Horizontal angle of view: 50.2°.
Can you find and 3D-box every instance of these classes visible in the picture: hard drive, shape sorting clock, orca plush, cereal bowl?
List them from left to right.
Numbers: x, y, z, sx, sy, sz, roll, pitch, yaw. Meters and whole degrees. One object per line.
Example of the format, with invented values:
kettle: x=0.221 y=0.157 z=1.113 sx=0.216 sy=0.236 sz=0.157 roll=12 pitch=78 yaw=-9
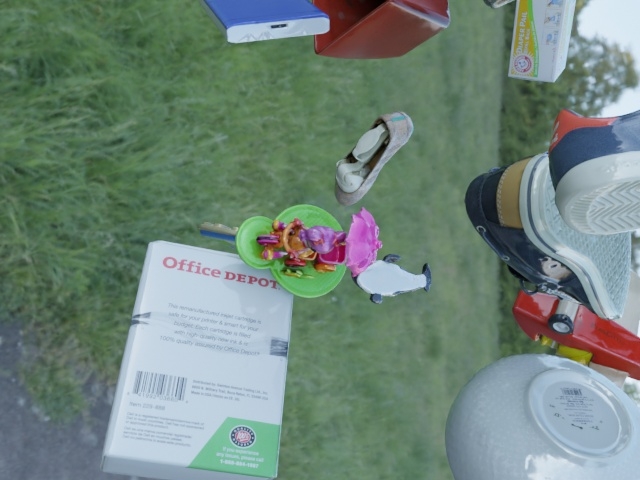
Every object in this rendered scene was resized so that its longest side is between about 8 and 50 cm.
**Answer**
shape sorting clock: x=-0.131 y=0.000 z=1.299 sx=0.206 sy=0.206 sz=0.040 roll=43 pitch=64 yaw=-68
hard drive: x=-0.132 y=-0.499 z=1.473 sx=0.319 sy=0.210 sz=0.040 roll=-122 pitch=-155 yaw=-53
orca plush: x=0.192 y=0.089 z=1.977 sx=0.102 sy=0.287 sz=0.151 roll=35 pitch=-53 yaw=50
cereal bowl: x=0.374 y=0.305 z=1.059 sx=0.339 sy=0.338 sz=0.141 roll=-95 pitch=-168 yaw=-46

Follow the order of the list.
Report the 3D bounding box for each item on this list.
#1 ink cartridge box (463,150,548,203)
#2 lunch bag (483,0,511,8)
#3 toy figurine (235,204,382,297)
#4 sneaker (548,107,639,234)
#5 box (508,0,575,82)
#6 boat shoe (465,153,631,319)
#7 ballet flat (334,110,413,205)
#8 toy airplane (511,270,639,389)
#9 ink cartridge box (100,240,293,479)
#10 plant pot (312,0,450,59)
ink cartridge box: x=0.444 y=-0.140 z=1.419 sx=0.045 sy=0.223 sz=0.224 roll=63 pitch=-27 yaw=5
lunch bag: x=0.457 y=-0.738 z=1.605 sx=0.305 sy=0.256 sz=0.213 roll=46 pitch=37 yaw=-40
toy figurine: x=0.000 y=0.000 z=0.869 sx=0.159 sy=0.173 sz=0.130 roll=-16 pitch=-114 yaw=60
sneaker: x=0.414 y=-0.101 z=0.720 sx=0.131 sy=0.350 sz=0.148 roll=92 pitch=-4 yaw=-53
box: x=0.483 y=-0.460 z=1.484 sx=0.114 sy=0.103 sz=0.203 roll=-45 pitch=141 yaw=-47
boat shoe: x=0.407 y=0.004 z=1.159 sx=0.500 sy=0.156 sz=0.187 roll=29 pitch=69 yaw=-44
ballet flat: x=0.101 y=-0.200 z=1.694 sx=0.106 sy=0.316 sz=0.107 roll=-13 pitch=59 yaw=-47
toy airplane: x=0.673 y=0.269 z=1.634 sx=0.272 sy=0.386 sz=0.384 roll=114 pitch=-39 yaw=-59
ink cartridge box: x=-0.158 y=0.167 z=0.920 sx=0.121 sy=0.211 sz=0.289 roll=123 pitch=-24 yaw=-57
plant pot: x=0.153 y=-0.573 z=1.596 sx=0.235 sy=0.267 sz=0.267 roll=9 pitch=70 yaw=-36
